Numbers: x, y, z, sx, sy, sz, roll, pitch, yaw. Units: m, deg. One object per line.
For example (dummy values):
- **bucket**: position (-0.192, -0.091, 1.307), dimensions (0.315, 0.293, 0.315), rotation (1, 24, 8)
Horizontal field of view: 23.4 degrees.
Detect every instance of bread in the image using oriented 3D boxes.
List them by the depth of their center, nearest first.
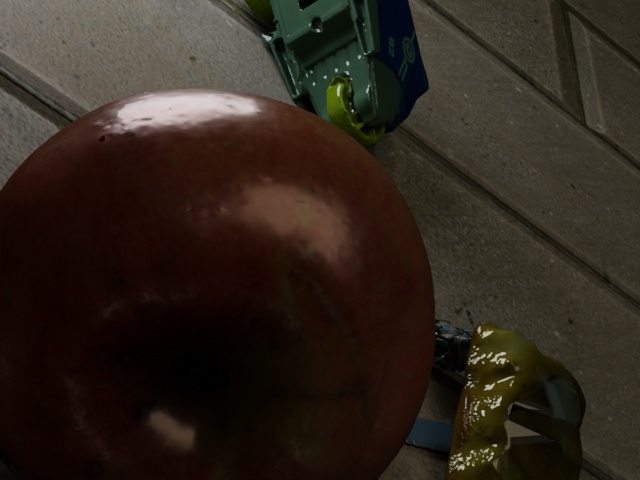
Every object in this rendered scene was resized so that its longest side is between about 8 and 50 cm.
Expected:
- **bread**: position (0.212, 0.206, 1.616), dimensions (0.161, 0.088, 0.233), rotation (32, 54, -19)

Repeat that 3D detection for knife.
- **knife**: position (0.159, 0.214, 1.652), dimensions (0.313, 0.019, 0.044), rotation (16, 43, -39)

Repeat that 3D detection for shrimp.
- **shrimp**: position (0.160, 0.120, 1.717), dimensions (0.174, 0.076, 0.082), rotation (35, 8, -18)

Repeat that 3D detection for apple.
- **apple**: position (-0.088, 0.051, 1.194), dimensions (0.364, 0.364, 0.364), rotation (33, 31, -22)

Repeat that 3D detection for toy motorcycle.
- **toy motorcycle**: position (0.044, -0.257, 1.967), dimensions (0.200, 0.191, 0.326), rotation (10, 59, -52)
